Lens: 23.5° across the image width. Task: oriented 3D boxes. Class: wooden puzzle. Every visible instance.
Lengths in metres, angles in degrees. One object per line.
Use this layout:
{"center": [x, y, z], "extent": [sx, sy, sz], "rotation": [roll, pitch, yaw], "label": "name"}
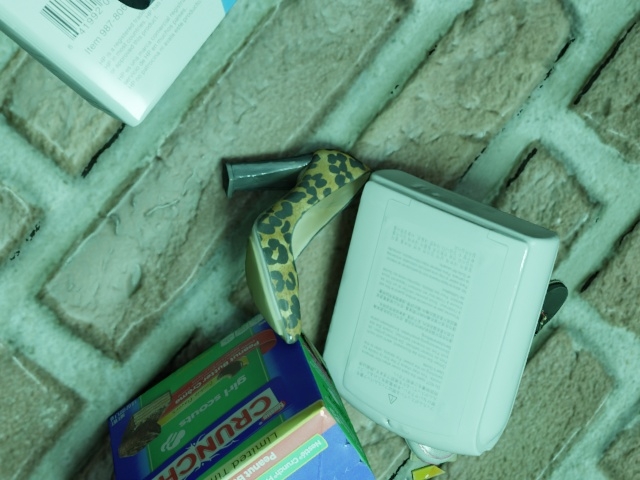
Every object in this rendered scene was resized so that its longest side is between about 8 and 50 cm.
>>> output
{"center": [0.156, 0.265, 2.057], "extent": [0.079, 0.014, 0.116], "rotation": [-5, 104, -21], "label": "wooden puzzle"}

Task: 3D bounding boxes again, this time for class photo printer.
{"center": [0.138, 0.096, 1.874], "extent": [0.107, 0.256, 0.307], "rotation": [-12, 120, -55], "label": "photo printer"}

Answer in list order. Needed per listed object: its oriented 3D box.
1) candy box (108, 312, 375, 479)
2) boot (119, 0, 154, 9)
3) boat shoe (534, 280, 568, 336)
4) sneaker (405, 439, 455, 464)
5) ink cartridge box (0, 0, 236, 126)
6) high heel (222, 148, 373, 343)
{"center": [-0.100, 0.238, 1.759], "extent": [0.268, 0.317, 0.122], "rotation": [-35, 113, 3], "label": "candy box"}
{"center": [-0.198, -0.317, 1.356], "extent": [0.219, 0.082, 0.106], "rotation": [50, 59, -18], "label": "boot"}
{"center": [0.284, 0.105, 2.054], "extent": [0.133, 0.042, 0.049], "rotation": [-38, 111, -11], "label": "boat shoe"}
{"center": [0.172, 0.173, 1.983], "extent": [0.103, 0.111, 0.252], "rotation": [9, 97, -20], "label": "sneaker"}
{"center": [-0.253, -0.344, 1.445], "extent": [0.395, 0.166, 0.285], "rotation": [40, 84, -25], "label": "ink cartridge box"}
{"center": [0.000, 0.000, 1.822], "extent": [0.186, 0.261, 0.093], "rotation": [-6, 147, -16], "label": "high heel"}
